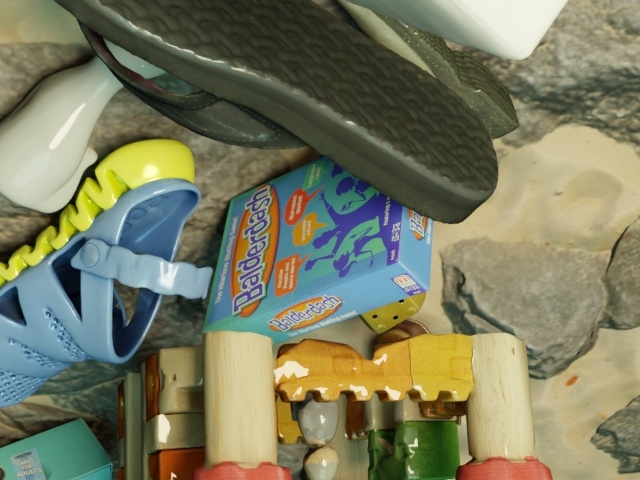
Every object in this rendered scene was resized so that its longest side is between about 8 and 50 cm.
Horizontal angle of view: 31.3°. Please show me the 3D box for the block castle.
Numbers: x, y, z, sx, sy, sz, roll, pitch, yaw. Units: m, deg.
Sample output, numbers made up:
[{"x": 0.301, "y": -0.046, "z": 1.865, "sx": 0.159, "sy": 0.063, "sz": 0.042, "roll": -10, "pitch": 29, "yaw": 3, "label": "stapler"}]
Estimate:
[{"x": -0.018, "y": 0.220, "z": 1.027, "sx": 0.303, "sy": 0.213, "sz": 0.453, "roll": 3, "pitch": 165, "yaw": -18, "label": "block castle"}]

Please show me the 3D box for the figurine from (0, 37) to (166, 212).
[{"x": -0.227, "y": -0.152, "z": 0.901, "sx": 0.209, "sy": 0.092, "sz": 0.215, "roll": -42, "pitch": 126, "yaw": 14, "label": "figurine"}]

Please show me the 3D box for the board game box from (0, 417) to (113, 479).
[{"x": -0.384, "y": 0.350, "z": 1.181, "sx": 0.336, "sy": 0.079, "sz": 0.254, "roll": -18, "pitch": 134, "yaw": -31, "label": "board game box"}]

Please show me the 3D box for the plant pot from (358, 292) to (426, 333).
[{"x": 0.057, "y": 0.042, "z": 1.119, "sx": 0.081, "sy": 0.083, "sz": 0.081, "roll": -31, "pitch": 129, "yaw": 11, "label": "plant pot"}]

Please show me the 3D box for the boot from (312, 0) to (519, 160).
[{"x": 0.045, "y": -0.126, "z": 0.991, "sx": 0.161, "sy": 0.083, "sz": 0.246, "roll": -35, "pitch": 125, "yaw": 24, "label": "boot"}]

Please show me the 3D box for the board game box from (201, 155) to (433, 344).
[{"x": 0.000, "y": 0.000, "z": 0.982, "sx": 0.210, "sy": 0.160, "sz": 0.047, "roll": -23, "pitch": 132, "yaw": 33, "label": "board game box"}]

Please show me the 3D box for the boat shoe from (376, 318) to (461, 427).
[{"x": 0.111, "y": 0.153, "z": 1.238, "sx": 0.073, "sy": 0.073, "sz": 0.207, "roll": -42, "pitch": 141, "yaw": -29, "label": "boat shoe"}]

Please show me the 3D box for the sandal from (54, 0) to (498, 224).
[{"x": -0.064, "y": -0.128, "z": 0.846, "sx": 0.445, "sy": 0.167, "sz": 0.107, "roll": 32, "pitch": 129, "yaw": -20, "label": "sandal"}]

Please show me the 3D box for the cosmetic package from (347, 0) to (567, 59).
[{"x": 0.029, "y": -0.365, "z": 0.566, "sx": 0.329, "sy": 0.327, "sz": 0.394, "roll": 34, "pitch": 94, "yaw": -32, "label": "cosmetic package"}]

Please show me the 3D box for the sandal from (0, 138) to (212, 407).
[{"x": -0.209, "y": 0.056, "z": 1.016, "sx": 0.317, "sy": 0.138, "sz": 0.126, "roll": -44, "pitch": 154, "yaw": 24, "label": "sandal"}]
